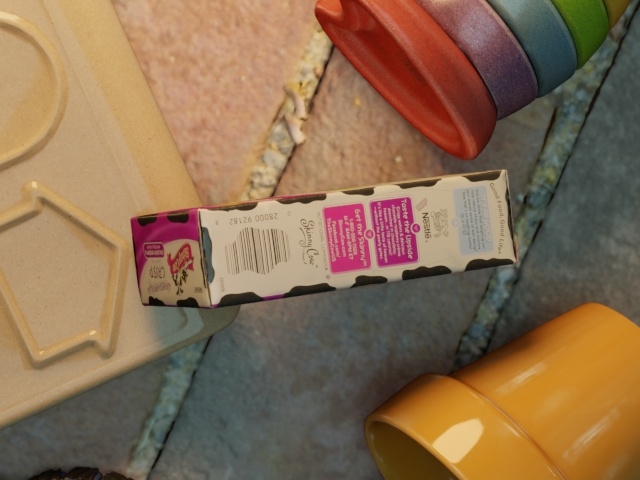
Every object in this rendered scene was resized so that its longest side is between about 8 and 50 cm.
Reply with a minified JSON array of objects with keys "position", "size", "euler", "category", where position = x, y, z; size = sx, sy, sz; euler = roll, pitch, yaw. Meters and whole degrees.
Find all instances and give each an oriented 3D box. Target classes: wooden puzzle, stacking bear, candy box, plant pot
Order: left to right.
[{"position":[-0.275,-0.020,1.388],"size":[0.348,0.080,0.322],"euler":[-25,97,-7],"category":"wooden puzzle"},{"position":[0.000,0.000,1.331],"size":[0.233,0.159,0.071],"euler":[-9,92,-22],"category":"candy box"},{"position":[0.161,-0.210,1.366],"size":[0.289,0.175,0.164],"euler":[-42,94,-7],"category":"stacking bear"},{"position":[0.168,0.151,1.382],"size":[0.188,0.205,0.205],"euler":[-39,97,-16],"category":"plant pot"}]

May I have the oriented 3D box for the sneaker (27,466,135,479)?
[{"position":[-0.215,0.225,1.417],"size":[0.221,0.083,0.087],"euler":[1,108,1],"category":"sneaker"}]
